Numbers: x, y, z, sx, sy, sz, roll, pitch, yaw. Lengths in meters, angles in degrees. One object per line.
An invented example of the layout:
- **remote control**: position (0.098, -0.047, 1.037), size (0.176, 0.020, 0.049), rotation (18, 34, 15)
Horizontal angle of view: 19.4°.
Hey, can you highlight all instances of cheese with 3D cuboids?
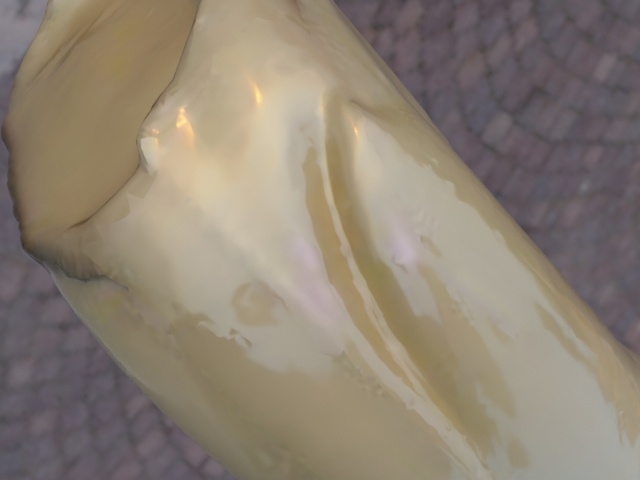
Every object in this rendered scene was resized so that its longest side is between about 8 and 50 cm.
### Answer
- **cheese**: position (0.000, 0.000, 0.658), size (0.127, 0.266, 0.233), rotation (-42, 115, 7)
